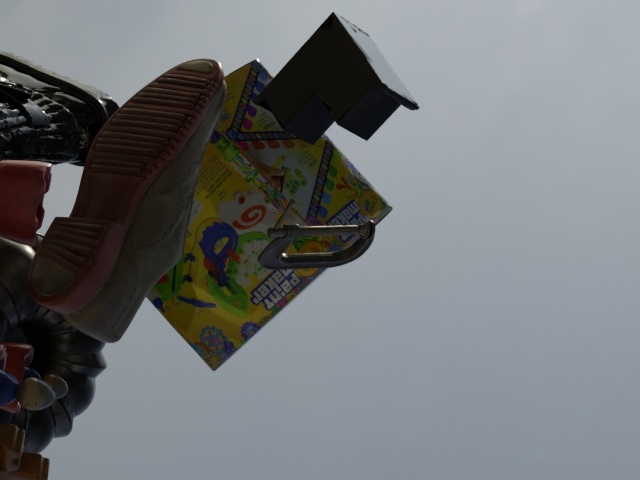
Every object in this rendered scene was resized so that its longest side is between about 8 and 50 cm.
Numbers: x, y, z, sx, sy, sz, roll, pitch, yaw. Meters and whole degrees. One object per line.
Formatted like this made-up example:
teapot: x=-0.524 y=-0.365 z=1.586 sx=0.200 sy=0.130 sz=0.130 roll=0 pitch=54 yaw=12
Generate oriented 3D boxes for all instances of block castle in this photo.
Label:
block castle: x=-0.369 y=0.145 z=1.563 sx=0.453 sy=0.213 sz=0.303 roll=111 pitch=-12 yaw=-54

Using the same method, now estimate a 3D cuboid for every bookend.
bookend: x=0.018 y=-0.171 z=1.852 sx=0.156 sy=0.072 sz=0.157 roll=-47 pitch=-132 yaw=18

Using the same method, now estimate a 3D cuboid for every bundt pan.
bundt pan: x=-0.404 y=0.143 z=1.947 sx=0.124 sy=0.331 sz=0.331 roll=13 pitch=-95 yaw=39

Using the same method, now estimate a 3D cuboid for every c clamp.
c clamp: x=0.000 y=0.000 z=1.686 sx=0.137 sy=0.160 sz=0.022 roll=-46 pitch=-126 yaw=42

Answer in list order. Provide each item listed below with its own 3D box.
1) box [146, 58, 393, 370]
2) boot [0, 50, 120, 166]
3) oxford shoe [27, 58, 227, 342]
box: x=-0.116 y=-0.032 z=2.016 sx=0.279 sy=0.177 sz=0.290 roll=48 pitch=-55 yaw=1
boot: x=-0.450 y=-0.161 z=1.882 sx=0.348 sy=0.260 sz=0.131 roll=12 pitch=-74 yaw=34
oxford shoe: x=-0.196 y=-0.048 z=1.681 sx=0.123 sy=0.130 sz=0.348 roll=14 pitch=-115 yaw=41
